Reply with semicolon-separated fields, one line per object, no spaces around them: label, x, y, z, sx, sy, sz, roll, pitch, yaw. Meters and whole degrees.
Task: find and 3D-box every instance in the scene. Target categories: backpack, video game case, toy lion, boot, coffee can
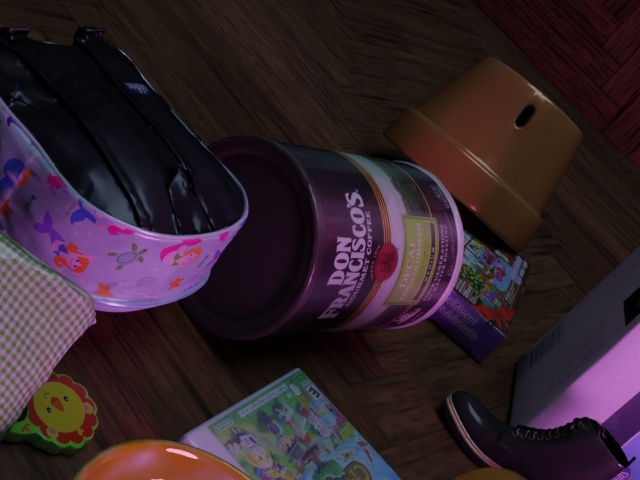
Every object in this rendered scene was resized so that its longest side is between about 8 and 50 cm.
backpack;-0.201;-0.048;0.931;0.253;0.191;0.225;42;27;20
video game case;-0.010;0.221;0.958;0.193;0.023;0.212;47;26;12
toy lion;-0.223;0.128;0.811;0.096;0.034;0.100;53;27;9
boot;0.247;0.219;1.182;0.198;0.137;0.077;46;26;13
coffee can;0.000;0.000;1.118;0.275;0.201;0.201;3;45;-53

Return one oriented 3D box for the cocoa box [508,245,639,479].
cocoa box;0.436;0.161;1.289;0.228;0.347;0.231;40;25;-3

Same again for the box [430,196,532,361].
box;0.197;0.036;1.498;0.201;0.057;0.293;41;25;2

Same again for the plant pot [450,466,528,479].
plant pot;0.174;0.303;0.903;0.205;0.205;0.188;28;13;-25

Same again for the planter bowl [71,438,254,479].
planter bowl;-0.101;0.250;0.707;0.217;0.090;0.217;31;26;-18

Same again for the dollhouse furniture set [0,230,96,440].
dollhouse furniture set;-0.298;0.025;0.631;0.301;0.151;0.197;37;68;-11

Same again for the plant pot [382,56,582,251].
plant pot;0.272;-0.150;1.642;0.291;0.203;0.291;40;6;-5
